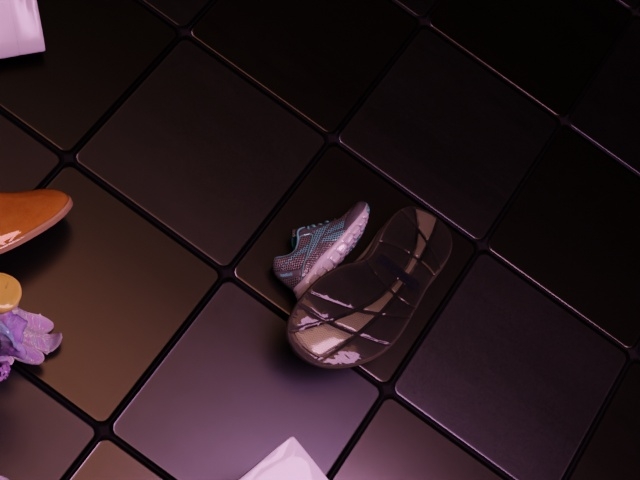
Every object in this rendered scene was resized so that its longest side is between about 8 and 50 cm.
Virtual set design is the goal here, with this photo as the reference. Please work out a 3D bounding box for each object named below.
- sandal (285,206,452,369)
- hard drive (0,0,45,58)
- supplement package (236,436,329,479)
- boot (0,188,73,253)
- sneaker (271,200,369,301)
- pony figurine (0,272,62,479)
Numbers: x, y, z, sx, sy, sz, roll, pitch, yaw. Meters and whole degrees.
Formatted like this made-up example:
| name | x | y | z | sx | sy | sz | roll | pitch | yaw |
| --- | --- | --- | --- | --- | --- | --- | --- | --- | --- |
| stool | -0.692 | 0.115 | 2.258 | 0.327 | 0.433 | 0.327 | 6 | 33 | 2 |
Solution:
| name | x | y | z | sx | sy | sz | roll | pitch | yaw |
| --- | --- | --- | --- | --- | --- | --- | --- | --- | --- |
| sandal | 0.067 | 0.069 | 1.419 | 0.120 | 0.086 | 0.303 | 46 | 49 | 5 |
| hard drive | -0.533 | -0.316 | 1.364 | 0.353 | 0.047 | 0.233 | -14 | 115 | -20 |
| supplement package | -0.072 | 0.343 | 1.197 | 0.194 | 0.203 | 0.149 | -37 | 81 | -24 |
| boot | -0.449 | -0.072 | 1.277 | 0.295 | 0.104 | 0.211 | -23 | 109 | -20 |
| sneaker | 0.000 | 0.000 | 1.439 | 0.076 | 0.065 | 0.166 | 36 | 61 | 9 |
| pony figurine | -0.434 | 0.130 | 1.151 | 0.351 | 0.363 | 0.303 | 21 | 56 | -23 |
